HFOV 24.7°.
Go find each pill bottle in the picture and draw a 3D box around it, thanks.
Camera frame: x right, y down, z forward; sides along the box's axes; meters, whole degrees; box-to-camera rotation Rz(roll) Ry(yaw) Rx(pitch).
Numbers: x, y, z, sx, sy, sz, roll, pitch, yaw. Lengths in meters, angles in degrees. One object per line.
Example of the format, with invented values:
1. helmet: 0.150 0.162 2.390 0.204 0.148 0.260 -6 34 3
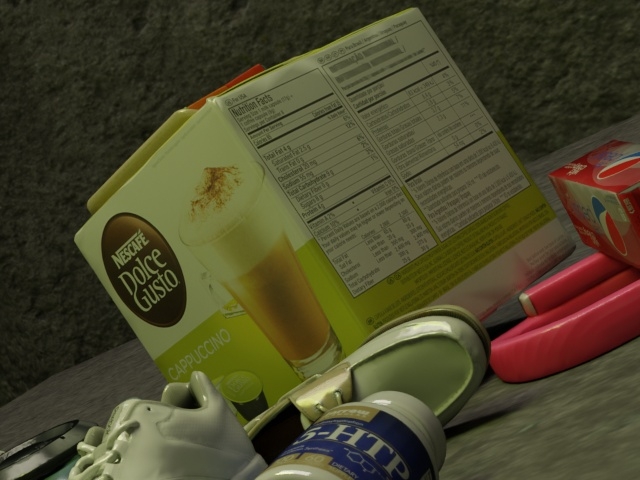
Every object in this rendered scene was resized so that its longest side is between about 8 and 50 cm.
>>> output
1. pill bottle: 0.024 0.182 1.071 0.112 0.112 0.187 -25 5 28

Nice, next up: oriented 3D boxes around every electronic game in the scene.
1. electronic game: -0.418 0.320 2.083 0.229 0.048 0.229 -26 5 2

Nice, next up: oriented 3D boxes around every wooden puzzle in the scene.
1. wooden puzzle: -0.143 -0.126 1.693 0.221 0.044 0.239 -39 -5 40

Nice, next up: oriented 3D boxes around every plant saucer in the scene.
1. plant saucer: -0.386 0.351 2.113 0.195 0.037 0.195 -27 5 3

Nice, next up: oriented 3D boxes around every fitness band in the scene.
1. fitness band: 0.291 0.048 1.425 0.291 0.054 0.209 -29 4 -3

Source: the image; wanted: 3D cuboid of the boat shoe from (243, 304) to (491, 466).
1. boat shoe: 0.026 0.167 1.335 0.302 0.113 0.103 -37 0 28

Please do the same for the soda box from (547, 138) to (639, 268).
1. soda box: 0.304 -0.038 1.425 0.083 0.092 0.263 -29 7 -1

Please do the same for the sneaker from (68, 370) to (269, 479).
1. sneaker: -0.137 0.187 1.024 0.111 0.129 0.297 -26 2 25

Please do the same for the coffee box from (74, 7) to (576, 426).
1. coffee box: 0.000 0.000 1.611 0.338 0.334 0.338 -31 -4 -42

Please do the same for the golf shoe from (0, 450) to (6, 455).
1. golf shoe: -0.589 0.405 2.250 0.306 0.115 0.140 -32 10 -40
